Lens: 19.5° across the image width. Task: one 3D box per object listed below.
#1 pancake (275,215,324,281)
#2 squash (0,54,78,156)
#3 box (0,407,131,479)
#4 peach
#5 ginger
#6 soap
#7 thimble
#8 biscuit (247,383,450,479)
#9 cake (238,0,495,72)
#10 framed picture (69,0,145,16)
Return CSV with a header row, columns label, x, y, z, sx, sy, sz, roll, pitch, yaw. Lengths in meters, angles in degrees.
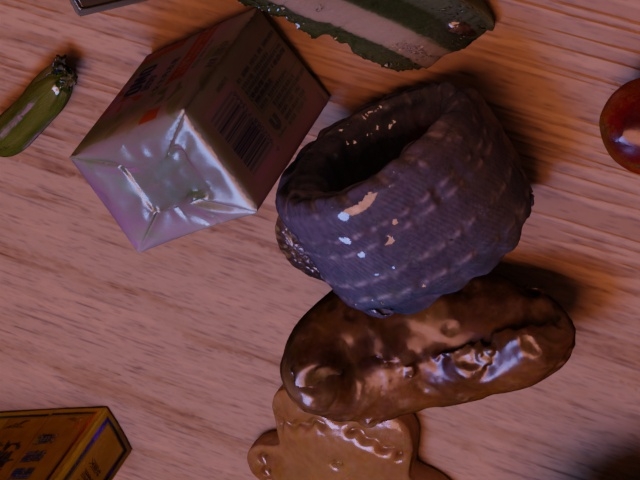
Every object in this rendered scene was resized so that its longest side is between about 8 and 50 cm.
label,x,y,z,sx,sy,sz,roll,pitch,yaw
pancake,-0.001,0.001,2.075,0.115,0.011,0.115,15,133,17
squash,-0.322,-0.150,2.100,0.052,0.052,0.183,41,134,-8
box,-0.422,0.316,2.451,0.301,0.193,0.084,-6,125,33
peach,0.311,-0.105,1.748,0.100,0.101,0.101,15,133,17
ginger,0.113,0.103,1.995,0.321,0.172,0.165,-12,108,12
soap,-0.124,-0.114,1.915,0.182,0.199,0.138,-19,119,40
thimble,0.088,-0.041,1.866,0.236,0.205,0.172,-32,116,13
biscuit,0.037,0.321,2.301,0.275,0.052,0.355,14,132,19
cake,0.021,-0.243,1.747,0.158,0.172,0.284,-19,118,41
framed picture,-0.237,-0.332,1.921,0.150,0.015,0.203,-8,122,34
